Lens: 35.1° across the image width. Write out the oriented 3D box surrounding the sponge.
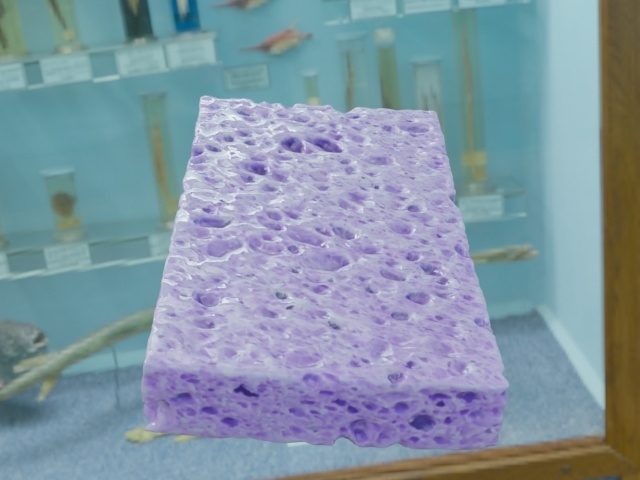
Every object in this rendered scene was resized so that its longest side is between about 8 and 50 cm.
[{"bbox_3d":[0.000,0.000,0.407,0.117,0.031,0.210,4,31,-4],"label":"sponge"}]
